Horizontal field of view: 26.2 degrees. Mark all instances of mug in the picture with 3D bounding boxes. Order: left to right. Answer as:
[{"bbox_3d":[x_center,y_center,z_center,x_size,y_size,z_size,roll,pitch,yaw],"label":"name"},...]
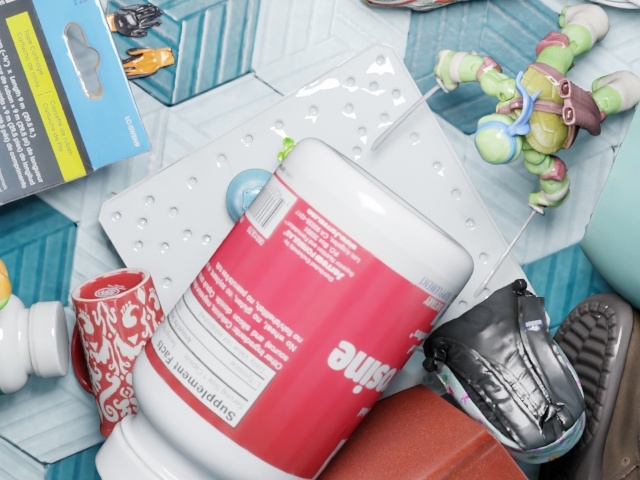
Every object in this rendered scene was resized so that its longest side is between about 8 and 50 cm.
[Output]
[{"bbox_3d":[-0.232,0.128,1.551,0.150,0.113,0.169,-7,111,15],"label":"mug"}]

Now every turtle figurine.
[{"bbox_3d":[0.216,-0.137,1.527,0.198,0.275,0.266,41,53,19],"label":"turtle figurine"}]

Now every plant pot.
[{"bbox_3d":[0.110,0.318,1.513,0.235,0.267,0.267,-42,114,-8],"label":"plant pot"},{"bbox_3d":[0.422,-0.032,1.489,0.235,0.293,0.293,22,96,10],"label":"plant pot"}]

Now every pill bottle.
[{"bbox_3d":[-0.398,0.120,1.568,0.208,0.117,0.118,-5,96,-1],"label":"pill bottle"},{"bbox_3d":[-0.046,0.115,1.424,0.229,0.229,0.408,37,96,-5],"label":"pill bottle"}]

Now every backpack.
[{"bbox_3d":[0.217,0.155,1.511,0.152,0.115,0.182,-35,64,1],"label":"backpack"}]

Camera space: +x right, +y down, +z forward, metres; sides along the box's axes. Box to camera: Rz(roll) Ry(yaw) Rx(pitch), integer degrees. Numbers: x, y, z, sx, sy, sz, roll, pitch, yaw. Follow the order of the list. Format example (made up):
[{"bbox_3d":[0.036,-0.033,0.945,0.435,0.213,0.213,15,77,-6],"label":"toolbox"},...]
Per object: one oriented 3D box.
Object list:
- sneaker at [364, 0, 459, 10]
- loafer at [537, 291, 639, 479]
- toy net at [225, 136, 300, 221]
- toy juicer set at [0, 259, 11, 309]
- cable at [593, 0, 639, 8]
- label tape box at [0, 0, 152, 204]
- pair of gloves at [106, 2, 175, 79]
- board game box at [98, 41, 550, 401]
[{"bbox_3d":[0.144,-0.308,1.553,0.225,0.093,0.088,-4,77,-15],"label":"sneaker"},{"bbox_3d":[0.332,0.235,1.602,0.130,0.134,0.366,0,107,-23],"label":"loafer"},{"bbox_3d":[0.000,0.000,1.549,0.122,0.045,0.232,-39,97,1],"label":"toy net"},{"bbox_3d":[-0.482,0.015,1.457,0.329,0.089,0.209,35,92,-2],"label":"toy juicer set"},{"bbox_3d":[0.344,-0.383,1.498,0.257,0.089,0.257,15,115,-12],"label":"cable"},{"bbox_3d":[-0.377,-0.160,1.542,0.333,0.106,0.241,-18,96,2],"label":"label tape box"},{"bbox_3d":[-0.211,-0.230,1.586,0.074,0.010,0.083,-14,94,2],"label":"pair of gloves"},{"bbox_3d":[0.006,0.031,1.598,0.389,0.050,0.390,-30,96,3],"label":"board game box"}]
